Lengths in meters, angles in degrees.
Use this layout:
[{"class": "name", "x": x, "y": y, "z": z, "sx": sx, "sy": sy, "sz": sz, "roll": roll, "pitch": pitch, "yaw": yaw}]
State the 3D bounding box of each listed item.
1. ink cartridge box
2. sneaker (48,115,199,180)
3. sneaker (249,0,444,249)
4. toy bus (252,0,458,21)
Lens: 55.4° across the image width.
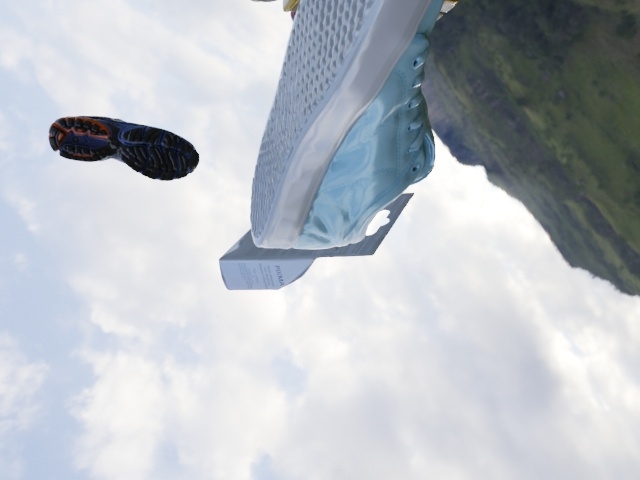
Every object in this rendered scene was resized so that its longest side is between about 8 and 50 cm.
[{"class": "ink cartridge box", "x": 0.000, "y": 0.000, "z": 0.857, "sx": 0.189, "sy": 0.233, "sz": 0.066, "roll": -51, "pitch": -44, "yaw": -51}, {"class": "sneaker", "x": -0.297, "y": -0.155, "z": 0.948, "sx": 0.221, "sy": 0.083, "sz": 0.087, "roll": 14, "pitch": -158, "yaw": -17}, {"class": "sneaker", "x": 0.046, "y": -0.118, "z": 0.531, "sx": 0.150, "sy": 0.366, "sz": 0.135, "roll": 2, "pitch": -121, "yaw": -21}, {"class": "toy bus", "x": 0.040, "y": -0.278, "z": 0.623, "sx": 0.202, "sy": 0.191, "sz": 0.104, "roll": 21, "pitch": -114, "yaw": -68}]
